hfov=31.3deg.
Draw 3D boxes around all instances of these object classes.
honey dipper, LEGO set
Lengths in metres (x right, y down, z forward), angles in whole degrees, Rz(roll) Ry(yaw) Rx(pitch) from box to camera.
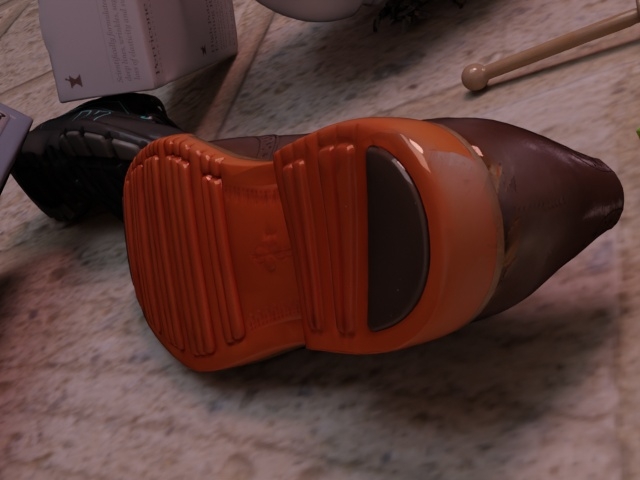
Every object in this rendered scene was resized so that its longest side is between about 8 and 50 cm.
[{"bbox_3d":[0.159,-0.126,0.711,0.160,0.030,0.030,-18,31,29],"label":"honey dipper"},{"bbox_3d":[0.075,-0.186,0.894,0.083,0.023,0.054,-26,29,12],"label":"LEGO set"}]

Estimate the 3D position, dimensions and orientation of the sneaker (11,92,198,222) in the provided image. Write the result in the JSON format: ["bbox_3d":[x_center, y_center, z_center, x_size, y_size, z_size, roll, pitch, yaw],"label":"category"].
[{"bbox_3d":[-0.146,-0.073,0.858,0.106,0.101,0.267,-44,31,-26],"label":"sneaker"}]

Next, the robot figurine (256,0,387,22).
[{"bbox_3d":[0.053,-0.291,0.860,0.353,0.200,0.300,-25,-13,-10],"label":"robot figurine"}]

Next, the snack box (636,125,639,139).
[{"bbox_3d":[0.235,-0.084,0.559,0.100,0.037,0.141,6,46,51],"label":"snack box"}]

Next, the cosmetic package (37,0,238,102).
[{"bbox_3d":[-0.143,-0.190,0.936,0.085,0.117,0.231,-6,16,13],"label":"cosmetic package"}]

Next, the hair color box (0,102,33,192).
[{"bbox_3d":[-0.306,0.053,0.722,0.185,0.113,0.374,-55,17,29],"label":"hair color box"}]

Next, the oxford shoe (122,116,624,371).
[{"bbox_3d":[0.000,0.000,0.617,0.132,0.130,0.363,-10,7,-33],"label":"oxford shoe"}]
